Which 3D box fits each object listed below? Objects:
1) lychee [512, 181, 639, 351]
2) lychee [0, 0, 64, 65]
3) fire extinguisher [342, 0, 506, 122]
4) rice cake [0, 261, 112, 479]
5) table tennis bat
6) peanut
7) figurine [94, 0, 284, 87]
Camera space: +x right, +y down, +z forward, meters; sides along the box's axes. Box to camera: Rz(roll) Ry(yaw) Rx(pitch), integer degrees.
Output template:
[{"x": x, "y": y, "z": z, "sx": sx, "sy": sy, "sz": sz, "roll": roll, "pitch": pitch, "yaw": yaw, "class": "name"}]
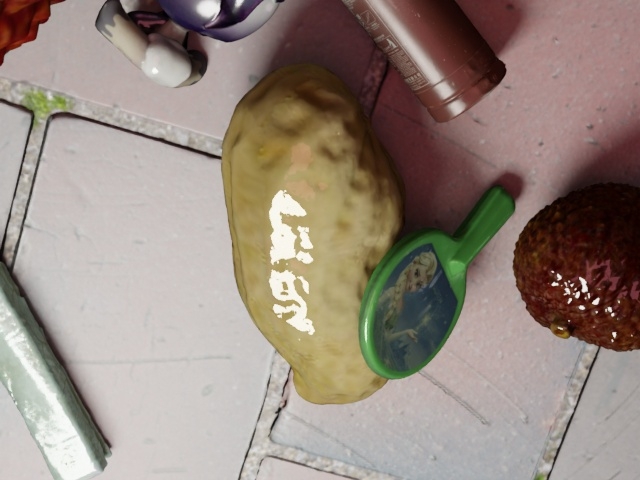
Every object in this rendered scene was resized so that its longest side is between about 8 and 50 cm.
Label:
[{"x": 0.298, "y": 0.029, "z": 1.424, "sx": 0.194, "sy": 0.194, "sz": 0.194, "roll": 0, "pitch": 108, "yaw": 0, "class": "lychee"}, {"x": -0.442, "y": -0.316, "z": 1.203, "sx": 0.500, "sy": 0.424, "sz": 0.424, "roll": -17, "pitch": 108, "yaw": -17, "class": "lychee"}, {"x": 0.078, "y": -0.251, "z": 1.374, "sx": 0.105, "sy": 0.105, "sz": 0.269, "roll": -36, "pitch": 103, "yaw": 11, "class": "fire extinguisher"}, {"x": -0.338, "y": 0.128, "z": 1.517, "sx": 0.066, "sy": 0.063, "sz": 0.336, "roll": -24, "pitch": 106, "yaw": 4, "class": "rice cake"}, {"x": 0.127, "y": 0.037, "z": 1.429, "sx": 0.257, "sy": 0.039, "sz": 0.160, "roll": -49, "pitch": 136, "yaw": -25, "class": "table tennis bat"}, {"x": 0.000, "y": 0.000, "z": 1.426, "sx": 0.192, "sy": 0.169, "sz": 0.387, "roll": -18, "pitch": 115, "yaw": -25, "class": "peanut"}, {"x": -0.113, "y": -0.252, "z": 1.355, "sx": 0.145, "sy": 0.145, "sz": 0.222, "roll": 39, "pitch": 108, "yaw": -11, "class": "figurine"}]
